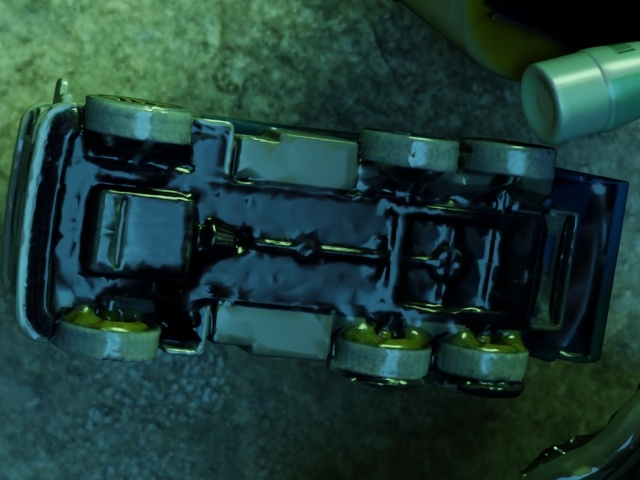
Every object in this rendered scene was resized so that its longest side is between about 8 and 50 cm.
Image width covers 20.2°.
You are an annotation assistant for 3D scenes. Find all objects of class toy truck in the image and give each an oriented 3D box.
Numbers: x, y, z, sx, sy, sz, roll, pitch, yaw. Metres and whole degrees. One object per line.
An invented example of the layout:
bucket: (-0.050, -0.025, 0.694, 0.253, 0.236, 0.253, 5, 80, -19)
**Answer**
toy truck: (0.000, 0.000, 1.024, 0.367, 0.175, 0.146, 7, 95, -22)

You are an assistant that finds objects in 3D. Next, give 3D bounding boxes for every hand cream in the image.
hand cream: (0.199, -0.096, 1.003, 0.174, 0.076, 0.047, -16, 87, -19)

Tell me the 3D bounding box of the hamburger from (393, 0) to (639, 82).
hamburger: (0.147, -0.225, 1.014, 0.294, 0.179, 0.276, 12, 123, -42)

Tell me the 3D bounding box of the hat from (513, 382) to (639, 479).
hat: (0.155, 0.195, 1.049, 0.366, 0.381, 0.257, -35, 90, -10)
